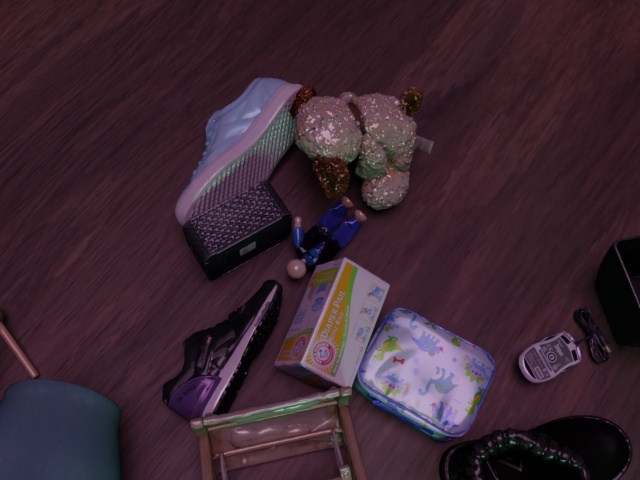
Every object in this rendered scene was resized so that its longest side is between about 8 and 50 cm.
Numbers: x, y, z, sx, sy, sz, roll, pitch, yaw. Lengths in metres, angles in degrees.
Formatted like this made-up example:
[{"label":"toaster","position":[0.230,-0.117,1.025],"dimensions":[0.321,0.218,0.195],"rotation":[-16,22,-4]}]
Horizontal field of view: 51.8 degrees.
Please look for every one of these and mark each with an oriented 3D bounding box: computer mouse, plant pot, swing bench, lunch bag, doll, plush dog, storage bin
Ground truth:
[{"label":"computer mouse","position":[0.438,0.202,1.210],"dimensions":[0.193,0.042,0.106],"rotation":[-20,75,-18]},{"label":"plant pot","position":[0.609,0.098,1.195],"dimensions":[0.187,0.167,0.188],"rotation":[-10,70,-9]},{"label":"swing bench","position":[-0.055,0.385,1.036],"dimensions":[0.253,0.165,0.255],"rotation":[-10,65,-7]},{"label":"lunch bag","position":[0.176,0.235,1.149],"dimensions":[0.219,0.090,0.176],"rotation":[28,68,7]},{"label":"doll","position":[0.000,0.000,1.246],"dimensions":[0.129,0.046,0.189],"rotation":[45,68,-9]},{"label":"plant pot","position":[-0.415,0.357,0.979],"dimensions":[0.271,0.272,0.255],"rotation":[7,53,-1]},{"label":"plush dog","position":[0.059,-0.200,1.229],"dimensions":[0.225,0.210,0.262],"rotation":[-11,67,-28]},{"label":"storage bin","position":[-0.149,-0.017,1.210],"dimensions":[0.180,0.122,0.084],"rotation":[-31,73,-15]}]

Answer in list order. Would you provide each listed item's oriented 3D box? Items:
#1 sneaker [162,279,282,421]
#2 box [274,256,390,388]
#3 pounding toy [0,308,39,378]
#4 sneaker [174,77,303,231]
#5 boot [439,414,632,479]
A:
[{"label":"sneaker","position":[-0.172,0.174,1.145],"dimensions":[0.124,0.107,0.283],"rotation":[25,68,12]},{"label":"box","position":[0.020,0.147,1.146],"dimensions":[0.103,0.114,0.203],"rotation":[32,68,-19]},{"label":"pounding toy","position":[-0.560,0.223,1.067],"dimensions":[0.154,0.154,0.269],"rotation":[-1,68,-4]},{"label":"sneaker","position":[-0.175,-0.174,1.287],"dimensions":[0.150,0.135,0.366],"rotation":[27,67,30]},{"label":"boot","position":[0.368,0.346,1.026],"dimensions":[0.348,0.260,0.131],"rotation":[-11,69,-8]}]
